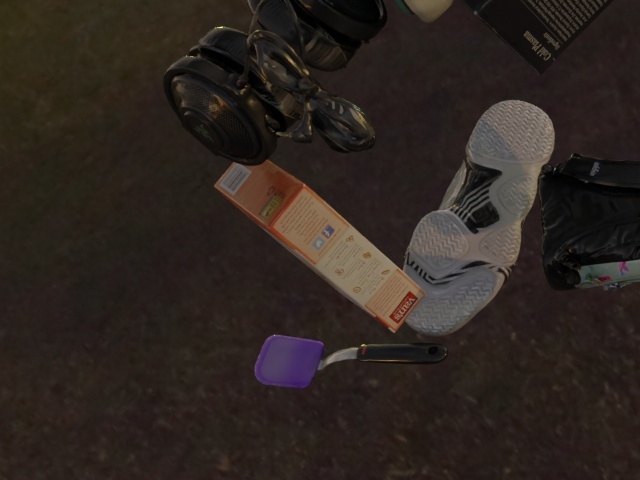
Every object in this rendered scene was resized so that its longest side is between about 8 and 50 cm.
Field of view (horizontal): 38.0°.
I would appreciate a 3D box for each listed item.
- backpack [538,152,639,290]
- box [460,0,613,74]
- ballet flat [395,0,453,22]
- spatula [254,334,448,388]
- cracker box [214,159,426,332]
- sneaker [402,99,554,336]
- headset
[{"bbox_3d":[0.339,-0.018,1.026,0.182,0.115,0.151,-7,70,19],"label":"backpack"},{"bbox_3d":[0.239,-0.434,1.090,0.312,0.179,0.343,-47,53,17],"label":"box"},{"bbox_3d":[0.070,-0.316,0.738,0.139,0.400,0.139,-12,60,22],"label":"ballet flat"},{"bbox_3d":[0.037,0.157,1.238,0.296,0.030,0.084,-9,44,36],"label":"spatula"},{"bbox_3d":[0.000,0.000,1.086,0.067,0.232,0.156,-52,34,-2],"label":"cracker box"},{"bbox_3d":[0.218,-0.006,1.320,0.137,0.210,0.365,24,70,11],"label":"sneaker"},{"bbox_3d":[-0.025,-0.166,0.904,0.243,0.185,0.394,-48,6,7],"label":"headset"}]
